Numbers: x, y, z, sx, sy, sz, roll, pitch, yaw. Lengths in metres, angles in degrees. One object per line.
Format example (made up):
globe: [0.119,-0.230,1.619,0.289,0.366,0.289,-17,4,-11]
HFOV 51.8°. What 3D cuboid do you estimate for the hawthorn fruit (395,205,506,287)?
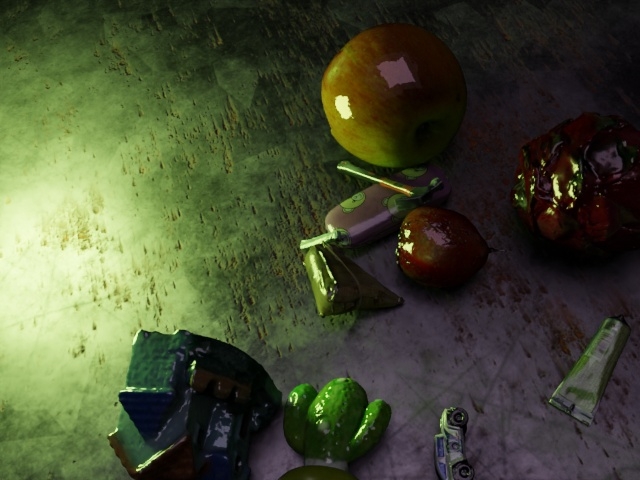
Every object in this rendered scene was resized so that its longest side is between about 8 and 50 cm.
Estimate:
hawthorn fruit: [0.282,0.013,1.428,0.235,0.181,0.181,2,59,16]

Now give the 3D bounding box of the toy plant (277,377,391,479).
toy plant: [0.020,0.398,1.241,0.224,0.184,0.315,-11,45,22]

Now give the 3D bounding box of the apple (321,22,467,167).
apple: [0.176,-0.334,1.567,0.340,0.339,0.339,-3,58,5]

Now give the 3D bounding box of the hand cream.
hand cream: [0.554,0.250,1.328,0.086,0.055,0.235,28,74,25]

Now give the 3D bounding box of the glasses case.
glasses case: [0.162,-0.083,1.560,0.316,0.075,0.123,-28,54,-10]

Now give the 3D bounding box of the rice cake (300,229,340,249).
rice cake: [0.000,0.000,1.528,0.121,0.022,0.022,-17,60,41]

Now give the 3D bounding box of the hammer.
hammer: [0.145,-0.139,1.538,0.111,0.033,0.288,-38,40,-22]

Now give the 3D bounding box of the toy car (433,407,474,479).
toy car: [0.251,0.405,1.249,0.071,0.080,0.170,-3,59,8]

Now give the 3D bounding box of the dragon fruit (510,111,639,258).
dragon fruit: [0.569,-0.116,1.397,0.329,0.329,0.329,-3,58,5]

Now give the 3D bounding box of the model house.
model house: [-0.248,0.376,1.206,0.252,0.294,0.329,3,56,15]

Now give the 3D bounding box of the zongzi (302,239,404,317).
zongzi: [0.071,0.084,1.474,0.198,0.099,0.194,-2,44,-22]
